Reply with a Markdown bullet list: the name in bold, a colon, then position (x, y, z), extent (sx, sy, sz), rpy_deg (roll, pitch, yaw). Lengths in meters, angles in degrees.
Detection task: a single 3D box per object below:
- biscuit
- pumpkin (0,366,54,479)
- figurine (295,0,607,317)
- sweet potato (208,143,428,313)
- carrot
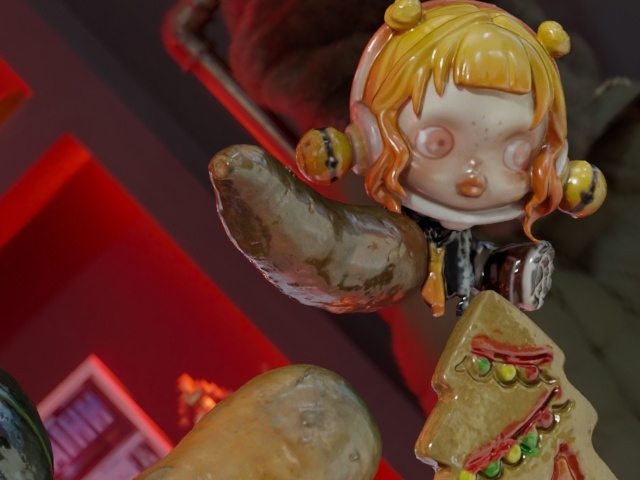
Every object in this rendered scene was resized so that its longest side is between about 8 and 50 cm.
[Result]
- **biscuit**: position (0.151, 0.157, 1.094), extent (0.212, 0.239, 0.041), rpy_deg (-7, -2, -31)
- **pumpkin**: position (-0.434, 0.259, 1.465), extent (0.323, 0.241, 0.323), rpy_deg (-31, 29, 19)
- **figurine**: position (0.129, -0.097, 1.392), extent (0.196, 0.320, 0.323), rpy_deg (-121, 41, -65)
- **sweet potato**: position (-0.001, 0.001, 1.069), extent (0.097, 0.097, 0.291), rpy_deg (-44, -30, 14)
- **carrot**: position (-0.085, 0.311, 1.817), extent (0.340, 0.224, 0.224), rpy_deg (-35, -4, -28)
